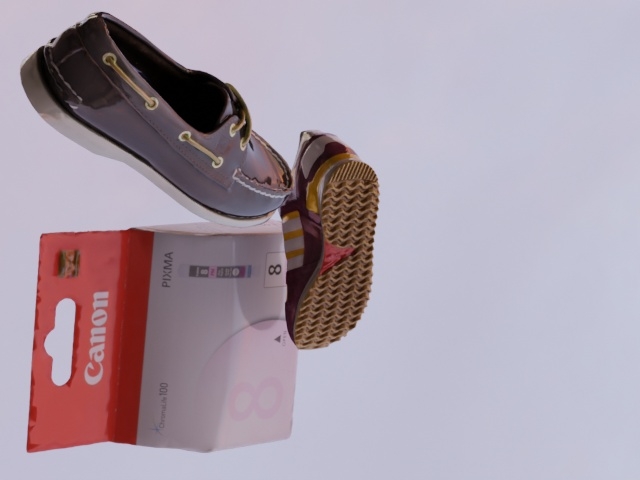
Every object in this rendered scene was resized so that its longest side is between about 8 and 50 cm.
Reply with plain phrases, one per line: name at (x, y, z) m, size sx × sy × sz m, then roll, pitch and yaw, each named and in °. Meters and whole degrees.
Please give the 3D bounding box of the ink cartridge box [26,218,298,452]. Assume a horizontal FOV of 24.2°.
ink cartridge box at (-0.120, 0.083, 1.229) m, size 0.066 × 0.232 × 0.189 m, roll 17°, pitch -74°, yaw 45°

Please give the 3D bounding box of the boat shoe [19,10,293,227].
boat shoe at (-0.087, -0.075, 0.968) m, size 0.068 × 0.227 × 0.081 m, roll -35°, pitch -128°, yaw 25°

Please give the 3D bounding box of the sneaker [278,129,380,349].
sneaker at (0.000, 0.000, 1.220) m, size 0.069 × 0.186 × 0.084 m, roll -5°, pitch -147°, yaw -29°
